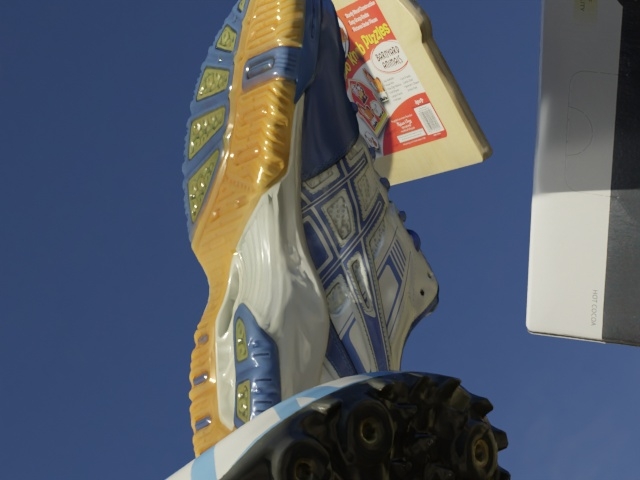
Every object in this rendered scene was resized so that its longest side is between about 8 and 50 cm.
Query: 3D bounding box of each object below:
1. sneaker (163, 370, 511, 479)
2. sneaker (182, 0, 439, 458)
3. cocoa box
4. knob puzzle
[{"bbox_3d":[-0.047,0.106,0.523,0.237,0.086,0.085,-33,-71,-26],"label":"sneaker"},{"bbox_3d":[0.000,0.000,1.064,0.131,0.112,0.296,5,-97,-28],"label":"sneaker"},{"bbox_3d":[0.292,-0.114,1.428,0.231,0.228,0.347,-55,-32,-60],"label":"cocoa box"},{"bbox_3d":[0.035,-0.133,1.269,0.030,0.213,0.213,-32,-38,-21],"label":"knob puzzle"}]
